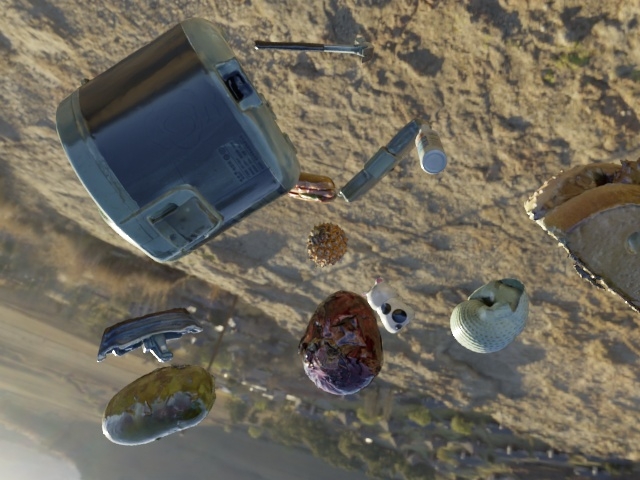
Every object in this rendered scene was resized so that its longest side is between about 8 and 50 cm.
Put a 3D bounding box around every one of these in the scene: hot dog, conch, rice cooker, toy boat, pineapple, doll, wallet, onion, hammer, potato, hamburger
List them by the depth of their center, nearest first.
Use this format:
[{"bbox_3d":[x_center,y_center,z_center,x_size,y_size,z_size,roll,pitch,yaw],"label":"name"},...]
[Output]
[{"bbox_3d":[-0.192,-0.128,0.758,0.276,0.288,0.288,-33,137,2],"label":"rice cooker"},{"bbox_3d":[-0.009,-0.386,1.087,0.246,0.103,0.029,-4,124,-15],"label":"hammer"},{"bbox_3d":[0.676,-0.036,1.186,0.445,0.268,0.287,32,111,-25],"label":"hamburger"},{"bbox_3d":[-0.373,0.370,1.231,0.297,0.176,0.141,-20,101,12],"label":"potato"},{"bbox_3d":[0.060,0.264,1.430,0.221,0.281,0.281,0,146,30],"label":"onion"},{"bbox_3d":[-0.496,0.293,1.592,0.308,0.143,0.129,-13,160,-27],"label":"toy boat"},{"bbox_3d":[-0.036,-0.160,1.638,0.235,0.062,0.092,13,128,44],"label":"hot dog"},{"bbox_3d":[0.212,-0.258,1.767,0.083,0.252,0.360,47,108,3],"label":"wallet"},{"bbox_3d":[0.232,0.221,1.818,0.110,0.181,0.106,-44,153,21],"label":"doll"},{"bbox_3d":[0.003,-0.002,1.975,0.161,0.176,0.137,-1,150,38],"label":"pineapple"},{"bbox_3d":[0.662,0.292,2.047,0.215,0.303,0.319,53,156,-13],"label":"conch"}]

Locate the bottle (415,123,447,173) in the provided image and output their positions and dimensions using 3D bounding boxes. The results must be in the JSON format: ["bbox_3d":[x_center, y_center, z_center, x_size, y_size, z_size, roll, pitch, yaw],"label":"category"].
[{"bbox_3d":[0.252,-0.221,1.252,0.060,0.217,0.060,3,121,4],"label":"bottle"}]
